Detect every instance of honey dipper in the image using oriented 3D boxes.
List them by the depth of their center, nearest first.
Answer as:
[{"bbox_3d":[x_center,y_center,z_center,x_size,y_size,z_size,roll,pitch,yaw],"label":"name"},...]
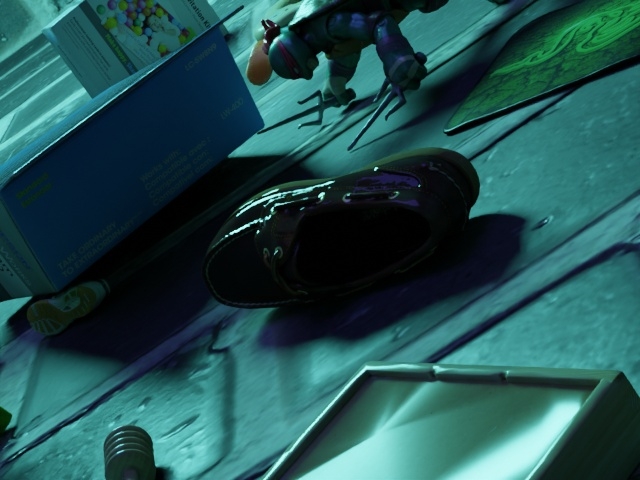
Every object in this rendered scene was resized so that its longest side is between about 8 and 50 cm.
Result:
[{"bbox_3d":[-0.104,0.150,0.906,0.030,0.030,0.161,-35,20,5],"label":"honey dipper"}]

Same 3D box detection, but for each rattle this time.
[{"bbox_3d":[-0.040,-0.270,1.696,0.130,0.143,0.199,7,37,40],"label":"rattle"}]

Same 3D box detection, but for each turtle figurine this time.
[{"bbox_3d":[0.044,-0.166,1.309,0.234,0.118,0.175,-33,17,-7],"label":"turtle figurine"}]

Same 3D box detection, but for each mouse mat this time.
[{"bbox_3d":[0.181,-0.141,1.146,0.189,0.007,0.153,-19,24,43],"label":"mouse mat"}]

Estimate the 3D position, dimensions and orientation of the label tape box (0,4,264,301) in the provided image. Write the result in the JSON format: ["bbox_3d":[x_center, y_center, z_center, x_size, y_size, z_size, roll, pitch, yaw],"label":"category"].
[{"bbox_3d":[-0.181,-0.061,1.400,0.240,0.106,0.333,-40,11,-21],"label":"label tape box"}]

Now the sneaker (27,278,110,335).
[{"bbox_3d":[-0.206,0.055,1.355,0.083,0.032,0.037,-20,8,36],"label":"sneaker"}]

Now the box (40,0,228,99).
[{"bbox_3d":[-0.221,-0.253,1.977,0.186,0.145,0.038,-43,21,-22],"label":"box"}]

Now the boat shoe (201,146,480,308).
[{"bbox_3d":[0.000,0.000,1.013,0.207,0.073,0.073,-24,19,36],"label":"boat shoe"}]

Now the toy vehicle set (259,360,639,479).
[{"bbox_3d":[0.000,0.151,0.660,0.267,0.035,0.166,-46,24,-28],"label":"toy vehicle set"}]

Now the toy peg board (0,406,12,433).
[{"bbox_3d":[-0.313,0.156,1.242,0.161,0.079,0.161,-57,21,-12],"label":"toy peg board"}]
